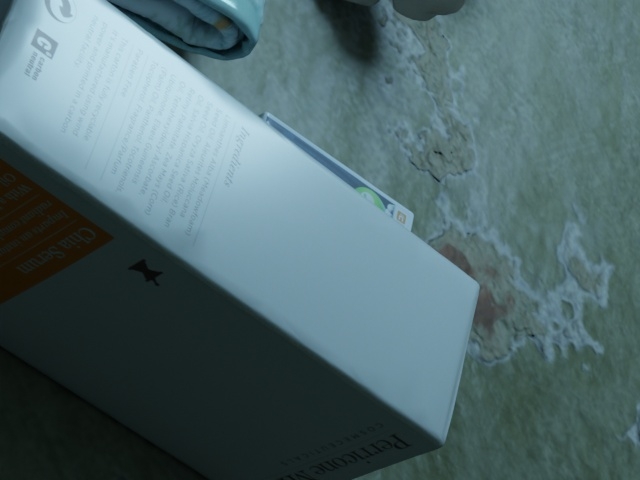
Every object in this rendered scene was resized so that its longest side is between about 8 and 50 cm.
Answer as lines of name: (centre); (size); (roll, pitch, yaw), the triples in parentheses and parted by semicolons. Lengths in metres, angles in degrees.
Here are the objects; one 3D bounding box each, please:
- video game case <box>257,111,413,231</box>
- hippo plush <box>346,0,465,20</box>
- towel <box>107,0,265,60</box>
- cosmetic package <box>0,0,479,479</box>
video game case: (0.000, 0.000, 1.764); (0.190, 0.022, 0.173); (34, 50, -28)
hippo plush: (0.109, -0.341, 1.949); (0.294, 0.234, 0.236); (27, 15, 22)
towel: (-0.188, -0.364, 1.701); (0.374, 0.090, 0.320); (28, 53, -27)
cosmetic package: (-0.123, 0.012, 1.490); (0.453, 0.230, 0.161); (36, 50, -25)
